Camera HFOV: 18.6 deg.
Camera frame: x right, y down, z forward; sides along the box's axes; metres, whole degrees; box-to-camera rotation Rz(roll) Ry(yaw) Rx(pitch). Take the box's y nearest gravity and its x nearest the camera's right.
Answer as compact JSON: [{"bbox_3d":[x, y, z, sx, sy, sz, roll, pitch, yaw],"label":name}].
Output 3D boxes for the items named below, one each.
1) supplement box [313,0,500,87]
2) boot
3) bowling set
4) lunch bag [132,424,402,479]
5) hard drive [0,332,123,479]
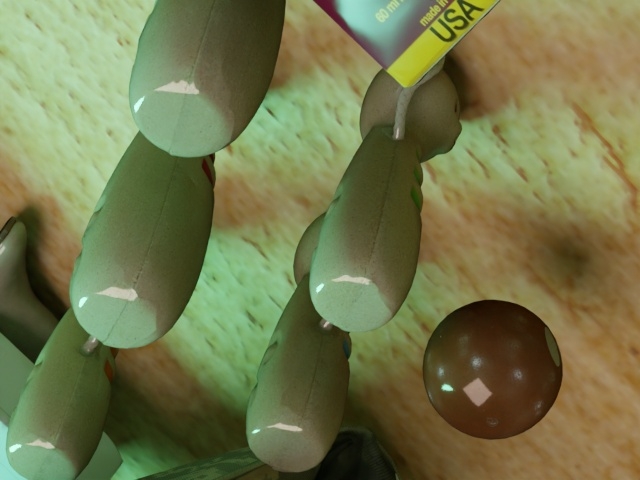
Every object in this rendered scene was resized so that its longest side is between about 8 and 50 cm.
[{"bbox_3d":[0.004,-0.159,0.652,0.188,0.104,0.081,43,138,-2],"label":"supplement box"},{"bbox_3d":[-0.144,0.045,0.981,0.087,0.042,0.118,37,139,-5],"label":"boot"},{"bbox_3d":[0.000,0.000,0.787,0.200,0.154,0.287,23,137,-8],"label":"bowling set"},{"bbox_3d":[-0.098,0.197,0.858,0.235,0.287,0.169,-25,97,30],"label":"lunch bag"},{"bbox_3d":[-0.259,0.101,1.050,0.203,0.040,0.307,46,139,-11],"label":"hard drive"}]
